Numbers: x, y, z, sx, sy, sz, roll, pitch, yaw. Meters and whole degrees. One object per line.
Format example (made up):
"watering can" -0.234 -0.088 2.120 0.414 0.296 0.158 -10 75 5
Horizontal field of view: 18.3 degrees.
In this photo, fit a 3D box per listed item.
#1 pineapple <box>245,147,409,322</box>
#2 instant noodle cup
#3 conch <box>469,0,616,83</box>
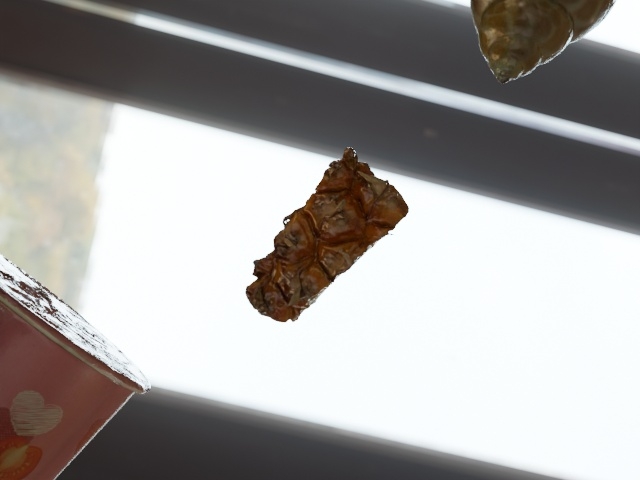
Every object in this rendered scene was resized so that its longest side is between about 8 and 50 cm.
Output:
"pineapple" 0.000 0.000 1.469 0.137 0.069 0.116 -44 176 5
"instant noodle cup" -0.299 0.131 1.584 0.231 0.243 0.243 -52 -169 -2
"conch" 0.193 -0.218 1.724 0.116 0.173 0.106 67 -14 -11
